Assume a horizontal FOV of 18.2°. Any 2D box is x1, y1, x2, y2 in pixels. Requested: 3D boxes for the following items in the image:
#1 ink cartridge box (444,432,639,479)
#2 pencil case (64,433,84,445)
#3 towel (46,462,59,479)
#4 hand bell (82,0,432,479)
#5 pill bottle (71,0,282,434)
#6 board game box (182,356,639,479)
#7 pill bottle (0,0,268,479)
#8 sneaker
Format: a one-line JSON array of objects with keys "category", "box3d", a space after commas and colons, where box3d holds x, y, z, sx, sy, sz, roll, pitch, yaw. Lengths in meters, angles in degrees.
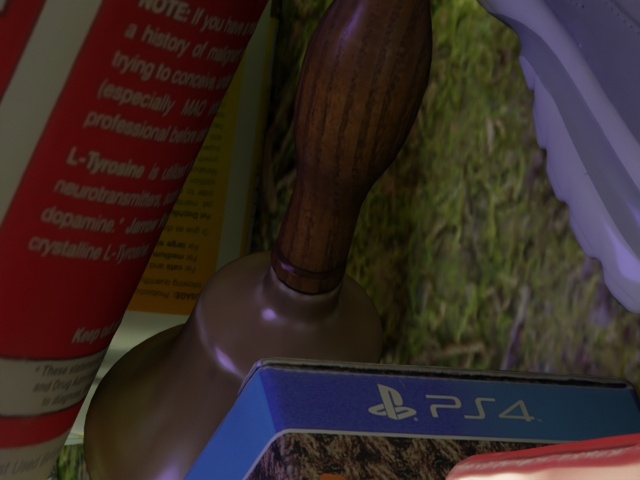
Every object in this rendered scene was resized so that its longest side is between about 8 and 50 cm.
[{"category": "ink cartridge box", "box3d": [0.180, 0.093, 0.255, 0.306, 0.226, 0.131, -15, 64, 61]}, {"category": "pencil case", "box3d": [-0.148, -0.032, 0.996, 0.113, 0.124, 0.273, 9, 94, 61]}, {"category": "towel", "box3d": [-0.241, 0.225, 1.071, 0.235, 0.121, 0.284, -44, 44, 33]}, {"category": "hand bell", "box3d": [0.000, 0.000, 0.669, 0.242, 0.126, 0.126, 109, 151, -45]}, {"category": "pill bottle", "box3d": [-0.086, -0.025, 0.886, 0.117, 0.117, 0.215, 14, 97, 61]}, {"category": "board game box", "box3d": [0.030, 0.221, 0.606, 0.232, 0.141, 0.291, -57, 39, 41]}, {"category": "pill bottle", "box3d": [-0.131, -0.112, 0.716, 0.408, 0.229, 0.229, -64, 33, 11]}, {"category": "sneaker", "box3d": [0.104, -0.100, 0.600, 0.115, 0.105, 0.281, -46, 52, 29]}]
